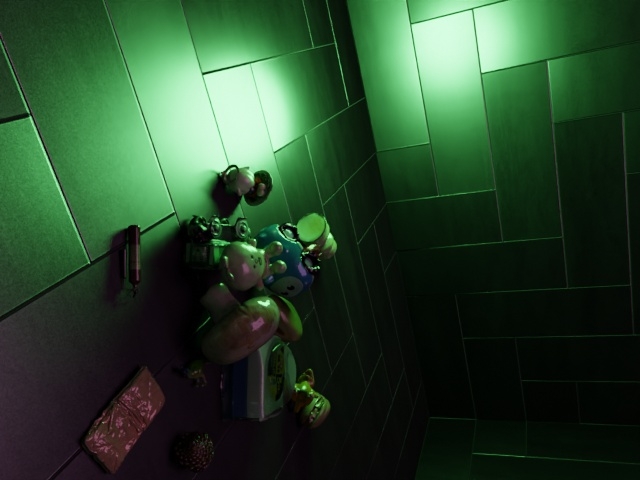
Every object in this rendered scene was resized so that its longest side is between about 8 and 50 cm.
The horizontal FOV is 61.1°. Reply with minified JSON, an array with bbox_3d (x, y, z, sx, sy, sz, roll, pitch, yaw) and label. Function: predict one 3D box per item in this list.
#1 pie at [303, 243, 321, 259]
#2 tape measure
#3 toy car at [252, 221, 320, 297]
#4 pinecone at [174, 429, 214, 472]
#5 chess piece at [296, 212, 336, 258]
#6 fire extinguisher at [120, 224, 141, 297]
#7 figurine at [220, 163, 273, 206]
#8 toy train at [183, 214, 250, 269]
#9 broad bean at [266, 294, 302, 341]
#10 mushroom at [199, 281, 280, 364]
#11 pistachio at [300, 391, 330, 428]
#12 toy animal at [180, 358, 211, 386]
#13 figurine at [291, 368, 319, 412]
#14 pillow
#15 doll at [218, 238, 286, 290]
[{"bbox_3d":[-0.049,0.079,2.142,0.154,0.036,0.154,-40,150,-29],"label":"pie"},{"bbox_3d":[-0.186,0.428,1.706,0.262,0.138,0.260,27,62,-63],"label":"tape measure"},{"bbox_3d":[-0.143,0.076,1.792,0.190,0.188,0.255,-29,82,-48],"label":"toy car"},{"bbox_3d":[-0.326,0.557,1.410,0.102,0.102,0.110,-53,143,-58],"label":"pinecone"},{"bbox_3d":[0.000,0.000,2.259,0.243,0.133,0.133,54,37,-57],"label":"chess piece"},{"bbox_3d":[-0.453,0.048,1.299,0.049,0.035,0.173,21,63,-68],"label":"fire extinguisher"},{"bbox_3d":[-0.244,-0.191,1.748,0.153,0.132,0.132,25,61,-50],"label":"figurine"},{"bbox_3d":[-0.295,0.006,1.587,0.269,0.115,0.155,0,93,-67],"label":"toy train"},{"bbox_3d":[-0.131,0.264,1.861,0.189,0.121,0.263,55,13,19],"label":"broad bean"},{"bbox_3d":[-0.246,0.220,1.529,0.243,0.243,0.244,-6,90,-67],"label":"mushroom"},{"bbox_3d":[-0.025,0.652,2.084,0.149,0.113,0.113,-45,127,-42],"label":"pistachio"},{"bbox_3d":[-0.326,0.365,1.515,0.217,0.041,0.075,5,75,-71],"label":"toy animal"},{"bbox_3d":[-0.065,0.569,2.035,0.176,0.121,0.122,-64,171,-66],"label":"figurine"},{"bbox_3d":[-0.440,0.405,1.242,0.126,0.043,0.232,67,31,-25],"label":"pillow"},{"bbox_3d":[-0.206,0.073,1.527,0.275,0.113,0.155,-12,88,-60],"label":"doll"}]
